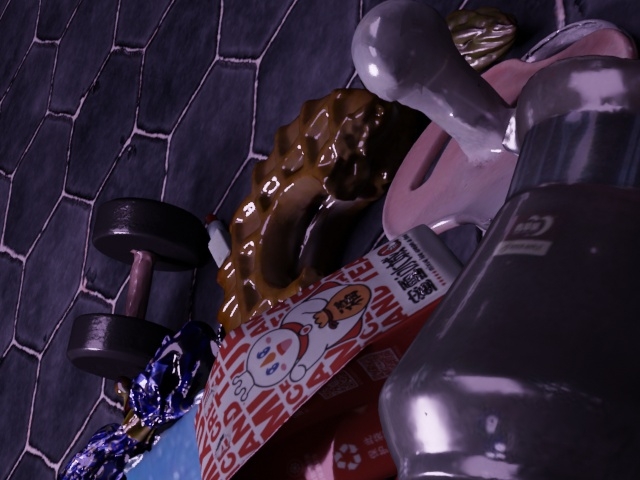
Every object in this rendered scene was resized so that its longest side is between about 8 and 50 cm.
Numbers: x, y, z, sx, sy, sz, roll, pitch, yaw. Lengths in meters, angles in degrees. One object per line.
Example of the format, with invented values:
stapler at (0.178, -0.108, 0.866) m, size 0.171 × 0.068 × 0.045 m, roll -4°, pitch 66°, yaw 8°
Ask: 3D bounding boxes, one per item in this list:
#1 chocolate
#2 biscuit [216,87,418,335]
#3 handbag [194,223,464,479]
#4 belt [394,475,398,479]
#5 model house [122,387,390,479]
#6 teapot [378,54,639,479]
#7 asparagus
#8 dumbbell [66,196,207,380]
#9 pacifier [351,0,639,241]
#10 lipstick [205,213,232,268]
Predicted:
chocolate at (-0.207, 0.214, 2.150) m, size 0.343 × 0.126 × 0.148 m, roll -53°, pitch 56°, yaw 26°
biscuit at (-0.011, 0.010, 1.947) m, size 0.268 × 0.115 × 0.366 m, roll -7°, pitch 65°, yaw 60°
handbag at (0.017, 0.129, 1.541) m, size 0.298 × 0.151 × 0.171 m, roll -28°, pitch 24°, yaw -2°
belt at (0.115, 0.283, 1.527) m, size 0.201 × 0.128 × 0.124 m, roll -60°, pitch 28°, yaw 16°
model house at (-0.047, 0.304, 1.726) m, size 0.237 × 0.215 × 0.303 m, roll -45°, pitch 40°, yaw 38°
teapot at (0.252, 0.059, 1.300) m, size 0.376 × 0.305 × 0.362 m, roll 5°, pitch 67°, yaw 33°
asparagus at (0.136, -0.205, 1.867) m, size 0.287 × 0.080 × 0.080 m, roll -13°, pitch 61°, yaw 64°
dumbbell at (-0.238, 0.068, 2.273) m, size 0.152 × 0.152 × 0.218 m, roll -20°, pitch 55°, yaw 56°
pacifier at (0.156, -0.109, 1.623) m, size 0.332 × 0.273 × 0.220 m, roll -12°, pitch 79°, yaw 59°
lipstick at (-0.130, -0.003, 2.253) m, size 0.030 × 0.030 × 0.129 m, roll -61°, pitch 30°, yaw 18°
